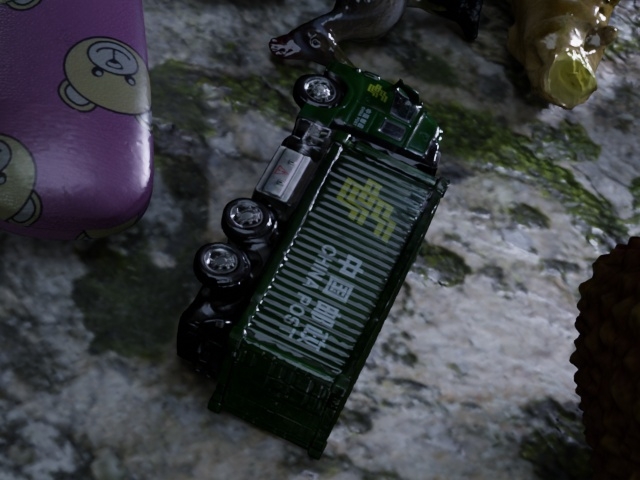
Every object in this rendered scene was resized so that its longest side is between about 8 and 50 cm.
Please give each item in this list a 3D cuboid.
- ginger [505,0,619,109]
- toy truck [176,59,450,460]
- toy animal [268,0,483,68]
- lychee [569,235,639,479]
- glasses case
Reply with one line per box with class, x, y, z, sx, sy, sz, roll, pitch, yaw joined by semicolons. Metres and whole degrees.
ginger;0.184;-0.187;1.401;0.115;0.081;0.205;-9;54;-10
toy truck;0.000;0.000;1.186;0.121;0.088;0.259;24;49;4
toy animal;0.043;-0.176;1.375;0.202;0.070;0.105;-33;58;-29
lychee;0.261;0.082;1.110;0.271;0.271;0.271;9;49;-11
glasses case;-0.179;-0.130;1.242;0.123;0.076;0.316;3;51;-14
